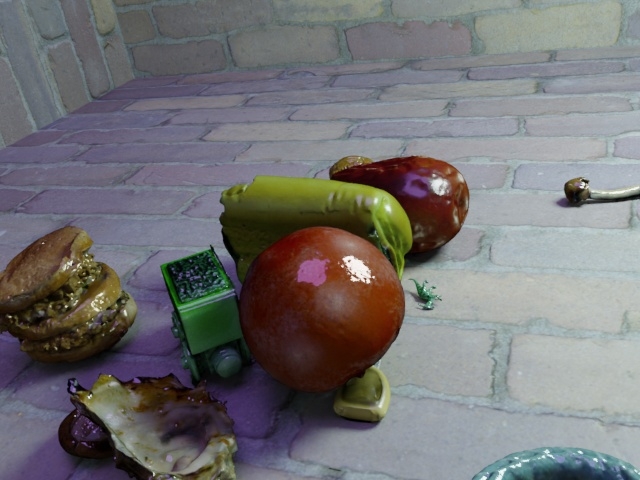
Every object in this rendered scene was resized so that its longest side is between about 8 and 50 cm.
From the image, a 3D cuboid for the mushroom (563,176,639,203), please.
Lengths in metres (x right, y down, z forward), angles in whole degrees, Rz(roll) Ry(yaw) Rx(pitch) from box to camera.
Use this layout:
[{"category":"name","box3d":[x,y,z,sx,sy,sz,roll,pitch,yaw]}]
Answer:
[{"category":"mushroom","box3d":[0.650,-0.115,1.435,0.186,0.060,0.061,1,15,3]}]

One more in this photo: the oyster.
[{"category":"oyster","box3d":[-0.212,0.289,0.917,0.221,0.096,0.361,-5,21,-43]}]

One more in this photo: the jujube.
[{"category":"jujube","box3d":[0.160,-0.080,1.371,0.317,0.223,0.223,4,32,31]}]

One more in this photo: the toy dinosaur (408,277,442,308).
[{"category":"toy dinosaur","box3d":[0.197,0.105,1.213,0.083,0.021,0.062,11,48,31]}]

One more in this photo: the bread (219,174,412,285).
[{"category":"bread","box3d":[0.000,0.000,1.246,0.376,0.251,0.208,8,17,33]}]

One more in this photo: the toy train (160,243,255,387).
[{"category":"toy train","box3d":[-0.206,0.129,1.123,0.132,0.188,0.243,-18,29,-16]}]

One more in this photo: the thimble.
[{"category":"thimble","box3d":[0.260,0.325,0.649,0.234,0.143,0.198,-10,20,-8]}]

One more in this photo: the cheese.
[{"category":"cheese","box3d":[0.078,0.224,1.021,0.086,0.036,0.162,2,31,17]}]

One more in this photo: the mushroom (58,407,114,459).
[{"category":"mushroom","box3d":[-0.355,0.302,1.001,0.123,0.052,0.123,-2,31,1]}]

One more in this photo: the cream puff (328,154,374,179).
[{"category":"cream puff","box3d":[0.090,-0.146,1.587,0.143,0.126,0.103,-13,44,13]}]

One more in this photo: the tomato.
[{"category":"tomato","box3d":[-0.007,0.103,1.002,0.264,0.265,0.265,-7,29,4]}]

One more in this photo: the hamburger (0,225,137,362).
[{"category":"hamburger","box3d":[-0.497,0.115,1.215,0.260,0.211,0.245,5,39,36]}]
